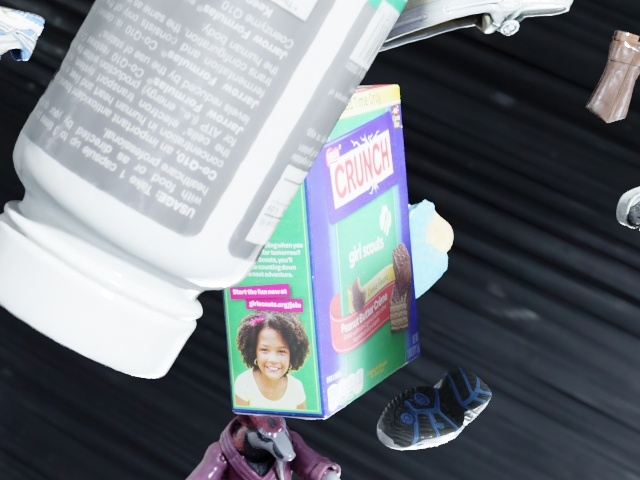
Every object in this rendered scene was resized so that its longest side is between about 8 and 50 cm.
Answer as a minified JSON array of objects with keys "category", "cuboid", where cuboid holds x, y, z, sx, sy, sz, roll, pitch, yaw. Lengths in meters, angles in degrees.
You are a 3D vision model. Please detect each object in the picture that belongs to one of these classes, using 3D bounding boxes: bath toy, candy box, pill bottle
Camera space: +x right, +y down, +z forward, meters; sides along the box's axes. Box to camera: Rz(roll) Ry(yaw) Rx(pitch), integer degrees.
[{"category":"bath toy","cuboid":[0.026,-0.009,2.174,0.151,0.348,0.129,-44,123,-33]},{"category":"candy box","cuboid":[0.000,0.000,1.597,0.268,0.122,0.317,-24,110,-63]},{"category":"pill bottle","cuboid":[-0.102,-0.092,1.134,0.361,0.204,0.204,-59,159,4]}]

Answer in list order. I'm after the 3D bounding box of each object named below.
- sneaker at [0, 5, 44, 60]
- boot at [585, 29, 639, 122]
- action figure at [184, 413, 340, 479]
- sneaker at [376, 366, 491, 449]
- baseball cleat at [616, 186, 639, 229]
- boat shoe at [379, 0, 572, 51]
[{"category":"sneaker","cuboid":[-0.329,-0.204,1.470,0.135,0.052,0.058,7,98,-48]},{"category":"boot","cuboid":[0.398,-0.197,1.898,0.037,0.106,0.114,-128,-125,-78]},{"category":"action figure","cuboid":[-0.070,0.334,1.956,0.276,0.248,0.370,-108,-161,-59]},{"category":"sneaker","cuboid":[0.132,0.221,1.812,0.211,0.080,0.081,-12,140,-54]},{"category":"baseball cleat","cuboid":[0.415,-0.019,1.853,0.206,0.109,0.072,-31,121,-65]},{"category":"boat shoe","cuboid":[0.176,-0.297,1.958,0.118,0.320,0.103,148,-63,-82]}]
